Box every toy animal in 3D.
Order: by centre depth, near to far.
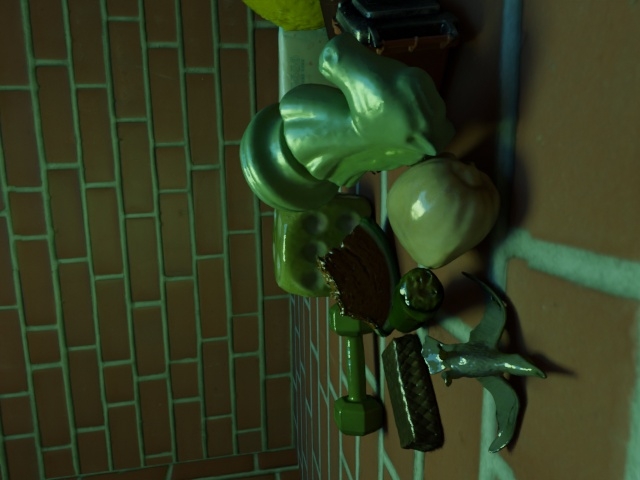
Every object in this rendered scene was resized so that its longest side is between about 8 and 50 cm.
[{"bbox_3d":[0.178,0.145,0.482,0.155,0.095,0.219,94,171,-85],"label":"toy animal"}]

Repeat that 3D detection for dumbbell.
[{"bbox_3d":[0.083,0.295,1.014,0.121,0.108,0.302,158,109,-78],"label":"dumbbell"}]

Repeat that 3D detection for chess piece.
[{"bbox_3d":[0.023,-0.149,0.569,0.298,0.175,0.176,-17,74,53],"label":"chess piece"}]

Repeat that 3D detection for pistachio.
[{"bbox_3d":[0.143,-0.037,0.559,0.200,0.117,0.145,166,121,-77],"label":"pistachio"}]

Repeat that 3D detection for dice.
[{"bbox_3d":[0.000,0.000,1.088,0.233,0.226,0.239,-139,49,-73],"label":"dice"}]

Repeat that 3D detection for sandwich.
[{"bbox_3d":[0.085,0.083,0.867,0.235,0.159,0.079,65,159,12],"label":"sandwich"}]

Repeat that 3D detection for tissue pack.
[{"bbox_3d":[-0.012,-0.427,1.119,0.124,0.201,0.272,-117,25,-83],"label":"tissue pack"}]

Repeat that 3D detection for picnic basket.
[{"bbox_3d":[0.155,0.270,0.763,0.110,0.054,0.194,103,159,-57],"label":"picnic basket"}]

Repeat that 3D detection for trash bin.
[{"bbox_3d":[0.109,-0.232,0.656,0.185,0.161,0.239,-105,8,-49],"label":"trash bin"}]

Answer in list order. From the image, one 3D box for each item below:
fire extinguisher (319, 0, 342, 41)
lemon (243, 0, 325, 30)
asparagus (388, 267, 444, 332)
[{"bbox_3d":[0.070,-0.343,0.760,0.105,0.104,0.269,-103,-6,-45],"label":"fire extinguisher"},{"bbox_3d":[-0.040,-0.605,0.859,0.349,0.387,0.350,-28,51,40],"label":"lemon"},{"bbox_3d":[0.138,0.104,0.656,0.060,0.067,0.278,-52,-18,-12],"label":"asparagus"}]
